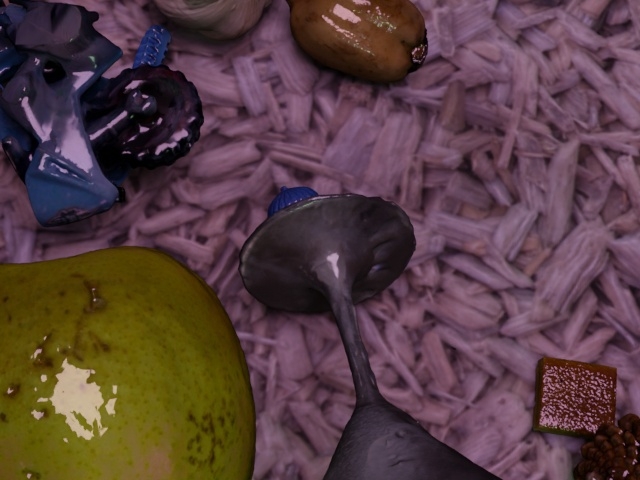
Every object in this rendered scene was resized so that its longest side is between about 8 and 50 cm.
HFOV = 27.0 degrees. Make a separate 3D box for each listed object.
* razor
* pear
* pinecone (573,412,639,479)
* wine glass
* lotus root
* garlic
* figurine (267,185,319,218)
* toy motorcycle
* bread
[{"bbox_3d":[-0.232,-0.153,1.625,0.082,0.042,0.253,2,64,27],"label":"razor"},{"bbox_3d":[-0.236,0.194,1.326,0.391,0.391,0.391,3,69,-8],"label":"pear"},{"bbox_3d":[0.370,0.275,1.500,0.173,0.173,0.174,3,69,-8],"label":"pinecone"},{"bbox_3d":[0.047,0.159,1.372,0.267,0.267,0.406,-7,51,-12],"label":"wine glass"},{"bbox_3d":[0.033,-0.279,1.669,0.221,0.118,0.125,27,81,-8],"label":"lotus root"},{"bbox_3d":[-0.163,-0.367,1.655,0.212,0.218,0.218,20,64,31],"label":"garlic"},{"bbox_3d":[0.000,0.000,1.585,0.149,0.087,0.086,34,30,4],"label":"figurine"},{"bbox_3d":[-0.343,-0.162,1.537,0.416,0.172,0.232,28,72,16],"label":"toy motorcycle"},{"bbox_3d":[0.303,0.188,1.580,0.094,0.035,0.090,9,67,-5],"label":"bread"}]
